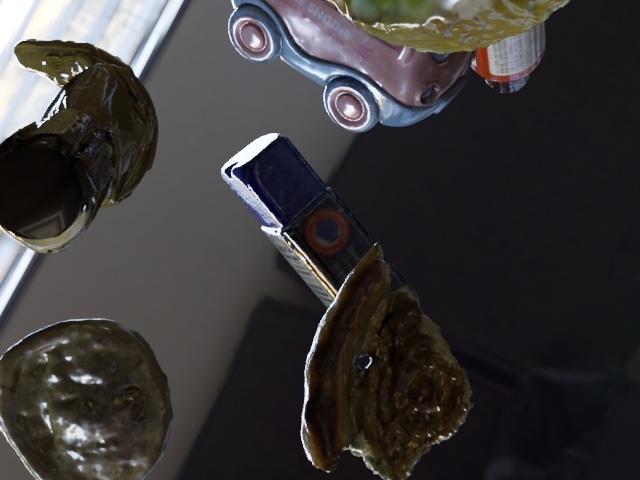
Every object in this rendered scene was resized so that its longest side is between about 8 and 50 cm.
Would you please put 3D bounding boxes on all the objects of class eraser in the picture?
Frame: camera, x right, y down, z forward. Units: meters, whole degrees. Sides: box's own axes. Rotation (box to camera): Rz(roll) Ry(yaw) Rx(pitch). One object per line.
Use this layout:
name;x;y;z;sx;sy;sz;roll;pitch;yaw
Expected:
eraser;0.000;0.000;2.110;0.101;0.332;0.155;-41;13;-11

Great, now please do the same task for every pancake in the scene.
pancake;0.050;0.159;1.729;0.212;0.257;0.056;-34;-28;10
pancake;-0.294;0.207;1.803;0.242;0.242;0.050;-62;0;14

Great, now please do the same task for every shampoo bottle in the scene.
shampoo bottle;0.224;-0.265;1.824;0.104;0.104;0.278;-62;-17;-14

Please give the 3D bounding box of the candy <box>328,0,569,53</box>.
candy;0.093;-0.262;1.072;0.118;0.260;0.260;14;-72;-53

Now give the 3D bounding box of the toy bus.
toy bus;0.053;-0.284;1.647;0.197;0.294;0.232;-44;-13;-43

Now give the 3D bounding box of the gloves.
gloves;-0.217;-0.098;1.339;0.331;0.141;0.154;-87;-14;-67
